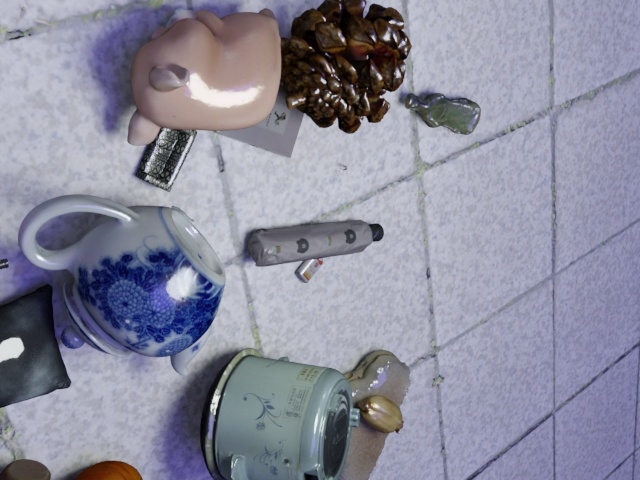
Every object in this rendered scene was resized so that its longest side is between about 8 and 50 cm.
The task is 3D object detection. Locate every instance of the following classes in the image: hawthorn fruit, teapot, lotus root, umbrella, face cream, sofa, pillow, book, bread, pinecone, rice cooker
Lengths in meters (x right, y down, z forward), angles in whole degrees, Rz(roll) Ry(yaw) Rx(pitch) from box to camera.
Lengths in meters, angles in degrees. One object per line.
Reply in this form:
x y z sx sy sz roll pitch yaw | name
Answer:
-0.404 0.510 1.365 0.225 0.196 0.196 -35 130 6 | hawthorn fruit
-0.307 0.084 1.248 0.280 0.252 0.424 -36 129 4 | teapot
0.138 0.386 1.711 0.150 0.062 0.073 39 90 -36 | lotus root
0.000 0.000 1.586 0.337 0.067 0.073 -7 67 -39 | umbrella
-0.016 0.049 1.622 0.083 0.021 0.040 -51 132 -15 | face cream
-0.265 -0.149 1.327 0.060 0.039 0.118 27 87 -42 | sofa
-0.514 0.188 1.193 0.250 0.106 0.186 -20 110 -38 | pillow
-0.106 -0.237 1.448 0.182 0.014 0.127 14 96 -42 | book
0.078 0.410 1.783 0.183 0.102 0.337 17 96 -38 | bread
0.050 -0.328 1.404 0.309 0.244 0.244 -51 132 -35 | pinecone
-0.091 0.355 1.495 0.317 0.317 0.264 -35 136 -26 | rice cooker

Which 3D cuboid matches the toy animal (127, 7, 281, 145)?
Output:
-0.183 -0.281 1.249 0.256 0.195 0.213 -6 69 -29 | toy animal

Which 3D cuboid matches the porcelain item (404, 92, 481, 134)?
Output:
0.260 -0.286 1.705 0.216 0.069 0.081 2 116 -42 | porcelain item

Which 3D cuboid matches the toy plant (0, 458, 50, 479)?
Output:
-0.521 0.463 1.290 0.143 0.105 0.200 13 108 -34 | toy plant

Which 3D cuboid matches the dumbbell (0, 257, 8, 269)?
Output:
-0.557 0.058 1.112 0.208 0.099 0.099 -16 115 -36 | dumbbell
